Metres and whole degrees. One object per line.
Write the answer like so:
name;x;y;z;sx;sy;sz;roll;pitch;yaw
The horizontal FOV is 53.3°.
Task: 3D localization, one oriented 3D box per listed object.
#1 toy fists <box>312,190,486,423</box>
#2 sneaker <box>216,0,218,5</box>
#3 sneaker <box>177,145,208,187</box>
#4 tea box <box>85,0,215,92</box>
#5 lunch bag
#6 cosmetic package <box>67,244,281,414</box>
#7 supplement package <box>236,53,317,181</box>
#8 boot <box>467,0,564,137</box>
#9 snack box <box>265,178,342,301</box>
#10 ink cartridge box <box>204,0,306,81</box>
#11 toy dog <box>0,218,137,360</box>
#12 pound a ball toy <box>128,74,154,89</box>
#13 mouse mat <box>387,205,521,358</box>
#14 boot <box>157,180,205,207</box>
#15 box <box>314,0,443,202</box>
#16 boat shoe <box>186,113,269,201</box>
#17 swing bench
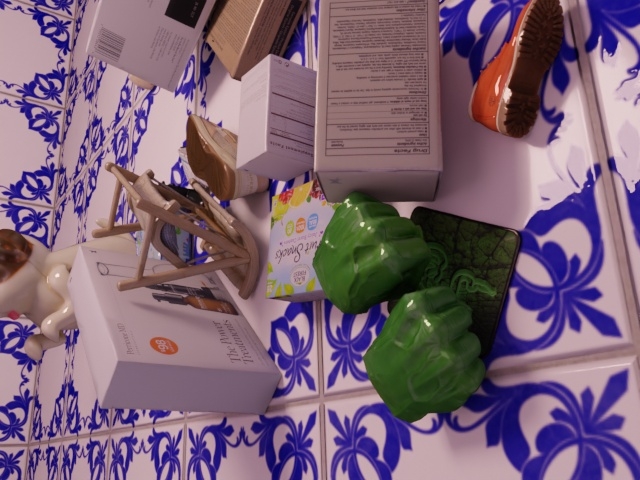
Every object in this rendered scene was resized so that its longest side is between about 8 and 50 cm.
toy fists;0.093;0.069;0.752;0.279;0.096;0.142;63;147;25
sneaker;-0.223;-0.579;1.507;0.083;0.031;0.035;-63;23;15
sneaker;-0.257;-0.144;1.410;0.191;0.071;0.083;43;139;50
tea box;-0.345;-0.585;1.433;0.329;0.220;0.323;-48;27;44
lunch bag;-0.373;0.014;1.499;0.176;0.090;0.219;-36;52;45
cosmetic package;-0.274;0.152;1.138;0.377;0.284;0.097;44;118;51
supplement package;-0.073;-0.207;1.103;0.105;0.105;0.179;-17;66;52
boot;0.215;-0.201;0.720;0.084;0.059;0.158;38;113;59
snack box;0.000;0.000;0.967;0.207;0.070;0.174;-14;69;55
ink cartridge box;-0.138;-0.443;1.282;0.193;0.088;0.234;-63;36;25
toy dog;-0.642;0.096;1.588;0.284;0.408;0.395;-25;61;50
pound a ball toy;-0.475;-0.596;1.786;0.208;0.136;0.319;19;96;56
mouse mat;0.155;0.044;0.782;0.190;0.007;0.152;21;99;57
boot;-0.310;-0.097;1.429;0.121;0.099;0.045;37;113;54
box;0.074;-0.173;0.802;0.127;0.149;0.232;64;-153;-75
boat shoe;-0.196;-0.171;1.288;0.302;0.098;0.109;47;135;48
swing bench;-0.266;-0.021;1.198;0.253;0.255;0.165;37;115;53
